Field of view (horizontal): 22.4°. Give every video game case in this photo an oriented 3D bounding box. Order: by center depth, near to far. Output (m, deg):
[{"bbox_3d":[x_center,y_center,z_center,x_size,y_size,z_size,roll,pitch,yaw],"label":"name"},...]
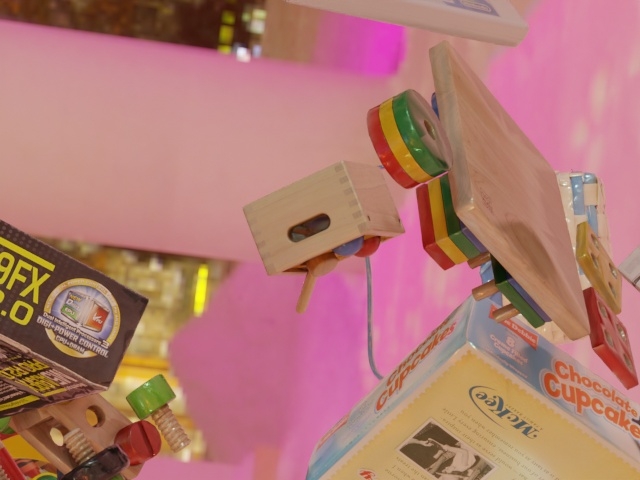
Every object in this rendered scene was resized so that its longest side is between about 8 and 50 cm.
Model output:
[{"bbox_3d":[0.033,-0.331,1.718,0.036,0.329,0.300,-55,49,31],"label":"video game case"}]

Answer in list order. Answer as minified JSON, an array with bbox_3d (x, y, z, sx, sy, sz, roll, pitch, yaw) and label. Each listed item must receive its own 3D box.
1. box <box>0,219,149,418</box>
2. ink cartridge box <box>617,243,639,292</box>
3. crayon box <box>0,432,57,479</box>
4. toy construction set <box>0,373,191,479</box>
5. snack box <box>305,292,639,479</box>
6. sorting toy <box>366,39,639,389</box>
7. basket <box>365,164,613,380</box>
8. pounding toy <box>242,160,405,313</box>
[{"bbox_3d":[-0.248,0.028,0.941,0.270,0.216,0.060,-21,43,62],"label":"box"},{"bbox_3d":[0.340,0.054,1.447,0.063,0.109,0.150,-48,11,7],"label":"ink cartridge box"},{"bbox_3d":[-0.386,0.269,1.749,0.318,0.202,0.081,36,135,30],"label":"crayon box"},{"bbox_3d":[-0.297,0.152,1.375,0.237,0.257,0.309,57,160,3],"label":"toy construction set"},{"bbox_3d":[0.170,0.190,1.084,0.187,0.322,0.060,-47,13,35],"label":"snack box"},{"bbox_3d":[0.097,-0.016,0.915,0.274,0.046,0.132,44,-151,-39],"label":"sorting toy"},{"bbox_3d":[0.190,0.033,1.861,0.201,0.289,0.254,13,-106,-84],"label":"basket"},{"bbox_3d":[0.000,0.000,1.543,0.100,0.141,0.130,68,-162,9],"label":"pounding toy"}]
